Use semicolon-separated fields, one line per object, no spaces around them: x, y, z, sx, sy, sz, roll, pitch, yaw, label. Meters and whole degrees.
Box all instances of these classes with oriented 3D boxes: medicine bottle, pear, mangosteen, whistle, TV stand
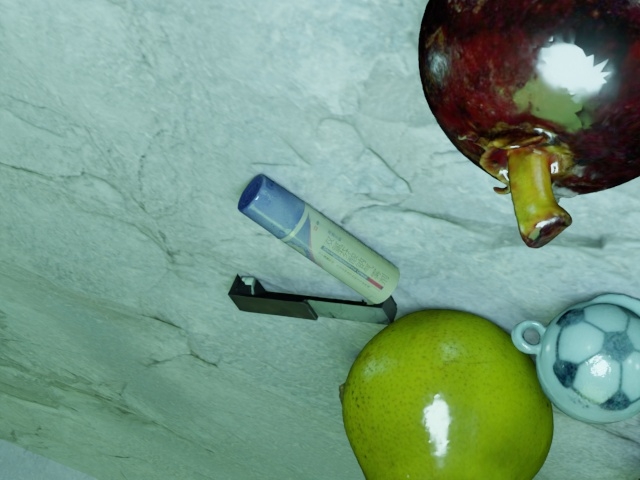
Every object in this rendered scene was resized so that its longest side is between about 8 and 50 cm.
0.000;0.000;1.378;0.231;0.059;0.059;34;150;-23;medicine bottle
0.170;0.230;1.436;0.294;0.294;0.294;17;152;9;pear
0.180;-0.113;0.838;0.235;0.261;0.235;16;153;8;mangosteen
0.370;0.157;1.290;0.289;0.163;0.163;19;152;6;whistle
-0.014;0.087;1.559;0.256;0.040;0.049;4;146;30;TV stand

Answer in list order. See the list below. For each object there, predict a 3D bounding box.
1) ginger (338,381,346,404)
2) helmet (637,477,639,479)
0.122;0.287;1.726;0.219;0.123;0.270;32;154;-2;ginger
0.586;0.426;1.506;0.337;0.230;0.385;37;168;-23;helmet
